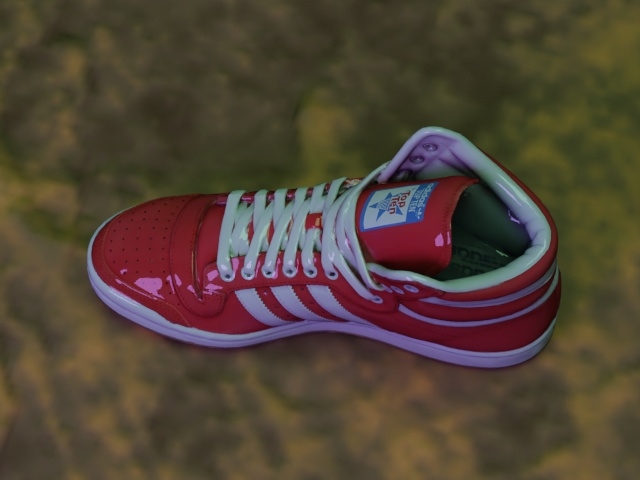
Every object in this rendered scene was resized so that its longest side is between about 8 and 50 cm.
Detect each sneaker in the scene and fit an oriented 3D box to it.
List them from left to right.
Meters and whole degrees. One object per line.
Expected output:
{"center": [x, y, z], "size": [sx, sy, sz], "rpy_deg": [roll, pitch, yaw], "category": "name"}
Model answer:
{"center": [0.000, 0.000, 0.433], "size": [0.119, 0.067, 0.042], "rpy_deg": [6, 68, 4], "category": "sneaker"}
